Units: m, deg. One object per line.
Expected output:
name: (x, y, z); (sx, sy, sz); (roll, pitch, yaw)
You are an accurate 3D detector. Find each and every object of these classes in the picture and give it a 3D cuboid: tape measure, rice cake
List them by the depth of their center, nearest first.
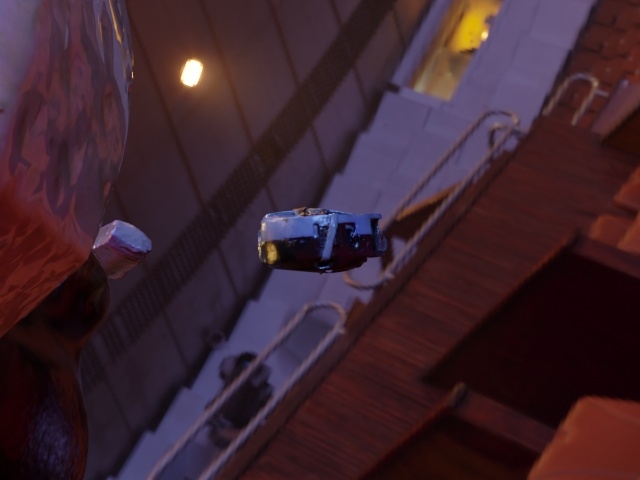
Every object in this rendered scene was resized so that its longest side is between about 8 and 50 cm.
tape measure: (-0.001, 0.000, 0.862); (0.094, 0.091, 0.054); (-3, -87, -29)
rice cake: (-0.220, 0.017, 1.008); (0.047, 0.207, 0.036); (24, -114, -33)

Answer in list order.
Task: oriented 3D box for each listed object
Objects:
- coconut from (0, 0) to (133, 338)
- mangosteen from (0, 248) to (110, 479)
coconut: (-0.239, -0.071, 0.392); (0.352, 0.353, 0.352); (-44, -33, -39)
mangosteen: (-0.275, 0.107, 0.705); (0.313, 0.297, 0.297); (-27, -41, -23)
